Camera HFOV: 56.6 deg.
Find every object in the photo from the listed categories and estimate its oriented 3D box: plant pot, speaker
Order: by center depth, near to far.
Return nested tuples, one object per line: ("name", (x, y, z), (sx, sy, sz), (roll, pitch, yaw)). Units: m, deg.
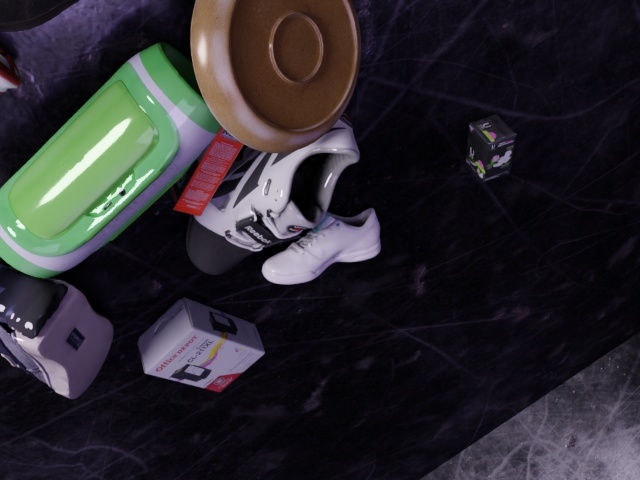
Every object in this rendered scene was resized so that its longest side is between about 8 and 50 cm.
("plant pot", (-0.033, -0.214, 0.663), (0.236, 0.032, 0.236), (-13, 111, -39))
("speaker", (-0.249, -0.088, 0.691), (0.296, 0.131, 0.131), (-39, 138, 12))

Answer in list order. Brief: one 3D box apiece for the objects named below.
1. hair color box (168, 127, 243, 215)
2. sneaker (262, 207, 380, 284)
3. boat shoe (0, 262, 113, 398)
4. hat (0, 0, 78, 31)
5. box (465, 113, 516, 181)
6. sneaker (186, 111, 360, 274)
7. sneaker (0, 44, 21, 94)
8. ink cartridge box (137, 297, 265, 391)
("hair color box", (-0.149, -0.109, 0.767), (0.043, 0.072, 0.141), (15, 123, -39))
("sneaker", (0.000, 0.000, 0.972), (0.212, 0.080, 0.094), (-19, 127, -21))
("boat shoe", (-0.405, 0.119, 0.842), (0.158, 0.127, 0.340), (25, 150, 2))
("hat", (-0.279, -0.322, 0.431), (0.331, 0.134, 0.331), (-26, 158, -12))
("box", (0.276, -0.150, 0.968), (0.052, 0.062, 0.083), (-19, 139, -9))
("sneaker", (-0.073, -0.046, 0.821), (0.122, 0.146, 0.330), (17, 124, -41))
("sneaker", (-0.405, -0.182, 0.540), (0.128, 0.087, 0.221), (-36, 138, 7))
("ink cartridge box", (-0.207, 0.186, 1.035), (0.127, 0.072, 0.175), (-42, 138, 16))
